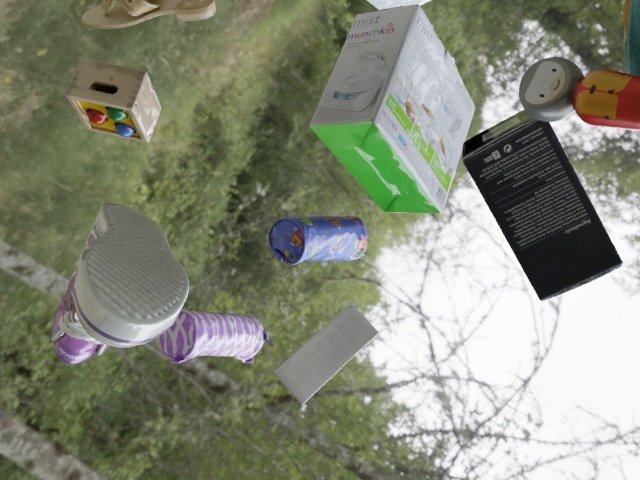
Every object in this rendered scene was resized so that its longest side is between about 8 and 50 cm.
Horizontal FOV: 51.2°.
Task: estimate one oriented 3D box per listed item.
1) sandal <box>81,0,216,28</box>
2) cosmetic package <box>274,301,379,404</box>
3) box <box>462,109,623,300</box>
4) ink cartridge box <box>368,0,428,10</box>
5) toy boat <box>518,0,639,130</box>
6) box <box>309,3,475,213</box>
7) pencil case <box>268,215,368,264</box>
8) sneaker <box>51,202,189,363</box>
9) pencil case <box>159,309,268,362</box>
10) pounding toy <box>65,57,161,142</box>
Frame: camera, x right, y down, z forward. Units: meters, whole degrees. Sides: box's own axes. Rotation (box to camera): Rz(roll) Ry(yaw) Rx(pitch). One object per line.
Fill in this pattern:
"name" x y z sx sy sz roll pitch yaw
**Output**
"sandal" -0.310 -0.435 1.179 0.079 0.240 0.088 87 -1 -50
"cosmetic package" 0.013 0.259 1.537 0.239 0.099 0.060 -40 173 -14
"box" 0.274 -0.052 0.847 0.108 0.207 0.153 -28 -173 18
"ink cartridge box" 0.274 -0.689 1.615 0.385 0.091 0.308 -17 173 26
"toy boat" 0.359 -0.216 0.732 0.318 0.267 0.148 -38 -140 -28
"box" 0.134 -0.207 1.102 0.127 0.262 0.231 4 -116 37
"pencil case" 0.000 0.000 1.726 0.119 0.306 0.133 40 -66 29
"sneaker" -0.210 0.075 0.663 0.161 0.102 0.282 -61 -161 8
"pencil case" -0.182 0.166 1.145 0.086 0.206 0.088 -4 -101 32
"pounding toy" -0.410 -0.246 1.288 0.206 0.181 0.094 91 13 -69
